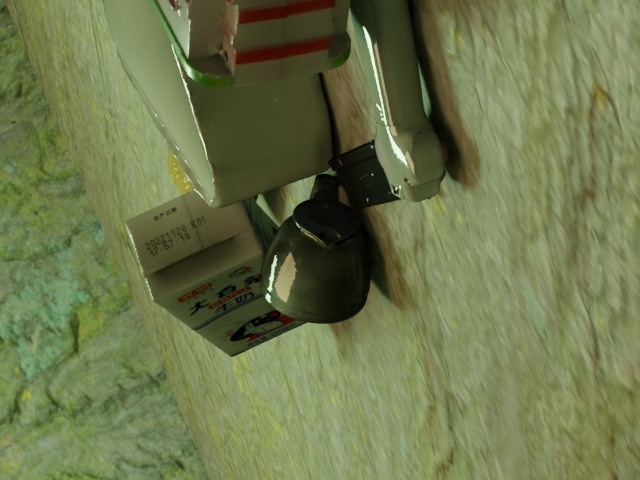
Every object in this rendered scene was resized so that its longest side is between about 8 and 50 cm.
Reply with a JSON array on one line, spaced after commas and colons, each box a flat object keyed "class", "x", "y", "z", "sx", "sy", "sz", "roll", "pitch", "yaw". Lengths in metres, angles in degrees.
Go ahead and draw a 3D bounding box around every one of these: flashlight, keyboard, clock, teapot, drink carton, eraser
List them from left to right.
[{"class": "eraser", "x": -0.122, "y": -0.223, "z": 1.906, "sx": 0.331, "sy": 0.150, "sz": 0.331, "roll": 159, "pitch": 90, "yaw": -75}, {"class": "drink carton", "x": -0.101, "y": 0.031, "z": 2.031, "sx": 0.106, "sy": 0.131, "sz": 0.315, "roll": 66, "pitch": -175, "yaw": 18}, {"class": "clock", "x": -0.054, "y": -0.310, "z": 1.411, "sx": 0.309, "sy": 0.166, "sz": 0.235, "roll": 96, "pitch": 155, "yaw": -44}, {"class": "teapot", "x": 0.008, "y": 0.005, "z": 1.860, "sx": 0.111, "sy": 0.149, "sz": 0.108, "roll": 24, "pitch": 127, "yaw": 18}, {"class": "keyboard", "x": 0.047, "y": -0.062, "z": 1.732, "sx": 0.060, "sy": 0.018, "sz": 0.195, "roll": 64, "pitch": 168, "yaw": -4}, {"class": "flashlight", "x": 0.062, "y": -0.131, "z": 1.500, "sx": 0.093, "sy": 0.047, "sz": 0.200, "roll": -145, "pitch": 41, "yaw": -68}]

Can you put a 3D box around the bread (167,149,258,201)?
[{"class": "bread", "x": -0.120, "y": -0.097, "z": 2.182, "sx": 0.217, "sy": 0.098, "sz": 0.147, "roll": 99, "pitch": 149, "yaw": -69}]
